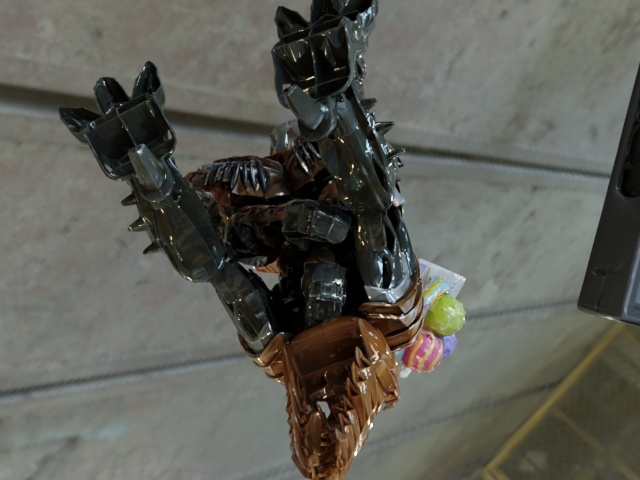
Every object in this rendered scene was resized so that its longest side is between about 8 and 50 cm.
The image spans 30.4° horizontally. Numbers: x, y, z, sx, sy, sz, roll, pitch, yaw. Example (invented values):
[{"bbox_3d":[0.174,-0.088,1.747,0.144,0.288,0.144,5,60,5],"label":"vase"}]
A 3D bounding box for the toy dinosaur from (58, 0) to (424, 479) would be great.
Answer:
[{"bbox_3d":[0.000,0.000,0.601,0.164,0.322,0.218,-31,118,-11],"label":"toy dinosaur"}]

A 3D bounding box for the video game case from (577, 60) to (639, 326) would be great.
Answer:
[{"bbox_3d":[0.267,-0.056,0.704,0.275,0.035,0.248,15,90,-46],"label":"video game case"}]

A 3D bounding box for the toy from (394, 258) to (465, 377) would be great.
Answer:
[{"bbox_3d":[0.113,0.098,1.253,0.137,0.056,0.237,-58,158,4],"label":"toy"}]
